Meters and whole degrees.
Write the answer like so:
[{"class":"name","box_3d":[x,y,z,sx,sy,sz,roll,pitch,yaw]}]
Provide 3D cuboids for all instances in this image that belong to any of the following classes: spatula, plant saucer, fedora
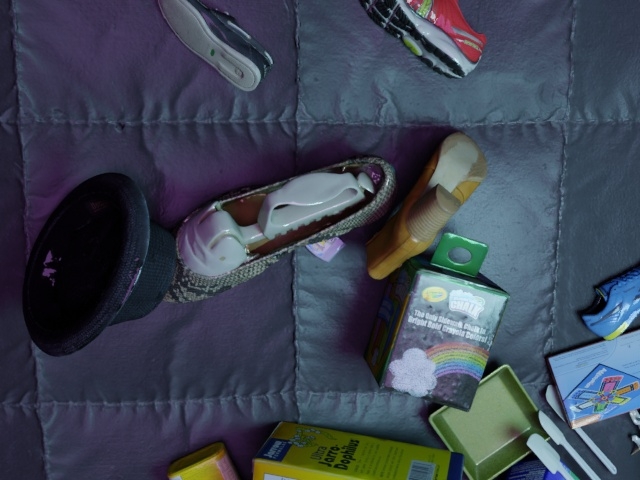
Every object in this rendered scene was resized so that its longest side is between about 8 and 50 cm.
[{"class":"spatula","box_3d":[0.500,0.416,1.607,0.242,0.168,0.019,47,133,-10]},{"class":"plant saucer","box_3d":[0.329,0.357,1.613,0.188,0.045,0.188,-35,103,0]},{"class":"fedora","box_3d":[-0.356,0.053,1.391,0.152,0.334,0.334,22,99,-44]}]

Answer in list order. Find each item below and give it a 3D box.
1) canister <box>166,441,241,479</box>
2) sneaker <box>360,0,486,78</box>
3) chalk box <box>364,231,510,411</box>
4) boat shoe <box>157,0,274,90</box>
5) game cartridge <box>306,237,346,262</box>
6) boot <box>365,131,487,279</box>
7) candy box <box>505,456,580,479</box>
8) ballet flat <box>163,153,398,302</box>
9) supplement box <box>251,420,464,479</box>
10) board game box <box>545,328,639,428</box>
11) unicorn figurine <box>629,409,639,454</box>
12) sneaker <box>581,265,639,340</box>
[{"class":"canister","box_3d":[-0.202,0.483,1.558,0.126,0.073,0.170,-24,101,-2]},{"class":"sneaker","box_3d":[0.176,-0.406,1.440,0.279,0.107,0.118,41,75,-15]},{"class":"chalk box","box_3d":[0.214,0.128,1.491,0.180,0.179,0.289,17,97,-9]},{"class":"boat shoe","box_3d":[-0.182,-0.358,1.413,0.233,0.084,0.079,41,55,-6]},{"class":"game cartridge","box_3d":[0.000,0.000,1.521,0.083,0.017,0.056,42,97,-12]},{"class":"boot","box_3d":[0.178,-0.064,1.464,0.104,0.295,0.211,42,128,-6]},{"class":"candy box","box_3d":[0.440,0.613,1.544,0.268,0.122,0.317,45,48,-13]},{"class":"ballet flat","box_3d":[-0.093,-0.038,1.415,0.483,0.182,0.164,-22,79,-2]},{"class":"supplement box","box_3d":[0.065,0.475,1.475,0.356,0.195,0.194,8,100,11]},{"class":"board game box","box_3d":[0.598,0.258,1.612,0.281,0.027,0.145,-16,78,-4]},{"class":"unicorn figurine","box_3d":[0.655,0.350,1.645,0.111,0.060,0.162,44,95,-8]},{"class":"sneaker","box_3d":[0.591,0.094,1.585,0.082,0.069,0.209,41,94,-8]}]
